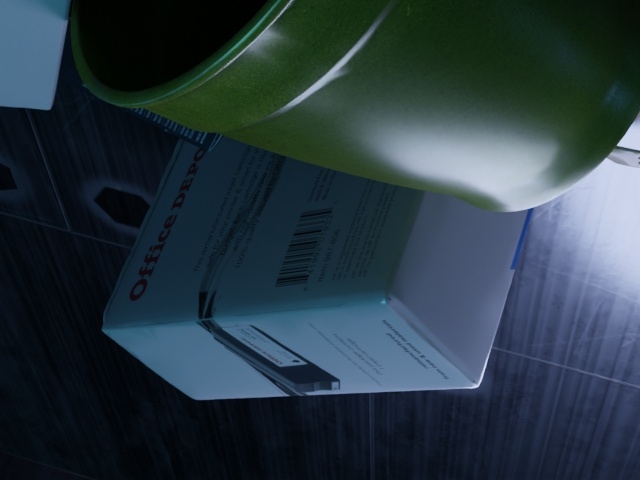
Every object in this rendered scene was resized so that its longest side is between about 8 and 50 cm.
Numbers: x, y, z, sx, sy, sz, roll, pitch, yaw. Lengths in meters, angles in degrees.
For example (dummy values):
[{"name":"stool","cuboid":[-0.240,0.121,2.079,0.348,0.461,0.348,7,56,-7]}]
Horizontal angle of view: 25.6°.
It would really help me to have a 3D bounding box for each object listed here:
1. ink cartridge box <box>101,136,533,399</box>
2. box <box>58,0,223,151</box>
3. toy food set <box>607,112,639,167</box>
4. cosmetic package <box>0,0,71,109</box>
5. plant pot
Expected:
[{"name":"ink cartridge box","cuboid":[0.000,0.000,1.437,0.395,0.285,0.166,-8,140,42]},{"name":"box","cuboid":[-0.156,-0.207,1.331,0.207,0.153,0.108,25,150,-8]},{"name":"toy food set","cuboid":[0.244,-0.144,1.304,0.132,0.038,0.192,16,156,24]},{"name":"cosmetic package","cuboid":[-0.257,-0.275,1.046,0.156,0.217,0.385,3,157,-16]},{"name":"plant pot","cuboid":[0.062,-0.192,1.062,0.353,0.366,0.366,28,152,-34]}]
